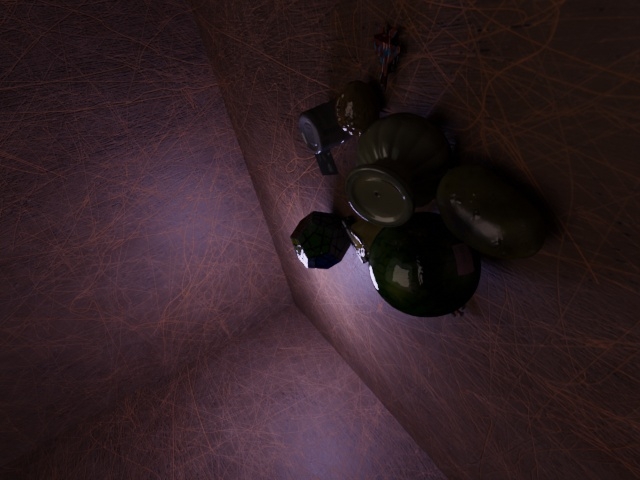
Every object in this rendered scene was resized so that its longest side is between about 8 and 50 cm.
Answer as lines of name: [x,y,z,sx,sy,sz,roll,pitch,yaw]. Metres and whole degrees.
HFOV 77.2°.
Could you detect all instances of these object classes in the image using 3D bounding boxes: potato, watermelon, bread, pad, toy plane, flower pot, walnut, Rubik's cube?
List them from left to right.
Rubik's cube: [0.000,0.000,2.125,0.319,0.320,0.263,100,167,-61]
pad: [0.025,-0.377,1.951,0.190,0.004,0.127,17,132,66]
walnut: [0.125,-0.449,1.357,0.155,0.156,0.184,47,154,39]
bread: [0.225,-0.015,1.660,0.197,0.171,0.197,63,174,11]
toy plane: [0.197,-0.534,1.188,0.130,0.061,0.189,45,159,41]
flower pot: [0.212,-0.192,1.175,0.308,0.244,0.307,24,143,20]
watermelon: [0.322,0.077,1.271,0.363,0.364,0.363,52,159,30]
potato: [0.428,-0.066,1.036,0.307,0.173,0.210,50,156,42]

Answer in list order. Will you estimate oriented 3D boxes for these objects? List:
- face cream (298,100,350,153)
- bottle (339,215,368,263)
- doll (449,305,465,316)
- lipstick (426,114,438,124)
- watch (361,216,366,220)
face cream: [0.015,-0.459,1.630,0.177,0.153,0.177,53,161,28]
bottle: [0.176,-0.006,1.950,0.082,0.072,0.244,-37,79,53]
doll: [0.444,0.215,1.532,0.228,0.075,0.102,29,129,43]
lipstick: [0.303,-0.318,1.213,0.057,0.063,0.186,55,154,13]
watch: [0.225,-0.148,1.538,0.206,0.069,0.192,47,131,34]
